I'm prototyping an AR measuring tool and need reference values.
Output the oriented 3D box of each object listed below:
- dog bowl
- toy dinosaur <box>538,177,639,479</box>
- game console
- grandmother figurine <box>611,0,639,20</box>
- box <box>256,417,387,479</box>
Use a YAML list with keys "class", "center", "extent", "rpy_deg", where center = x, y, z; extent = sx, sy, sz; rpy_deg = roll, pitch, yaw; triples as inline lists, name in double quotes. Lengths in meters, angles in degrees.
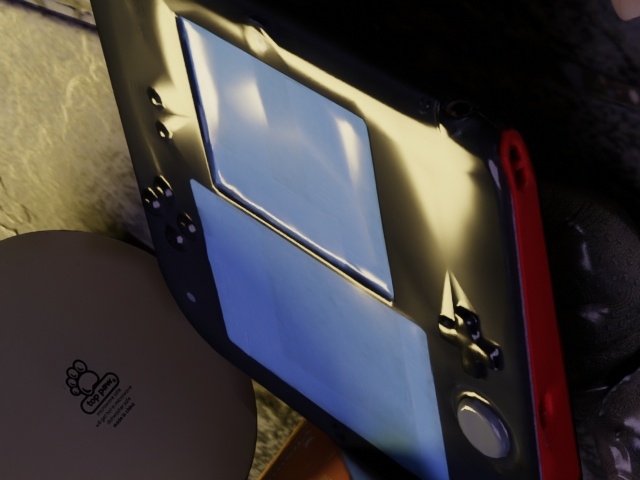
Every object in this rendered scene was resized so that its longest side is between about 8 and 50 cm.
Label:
- class: "dog bowl"
  center: [-0.183, 0.128, 1.383]
  extent: [0.265, 0.265, 0.104]
  rpy_deg: [37, 140, -7]
- class: "toy dinosaur"
  center: [0.148, 0.023, 1.180]
  extent: [0.160, 0.121, 0.313]
  rpy_deg: [-5, 126, 23]
- class: "game console"
  center: [0.000, 0.000, 1.163]
  extent: [0.386, 0.060, 0.342]
  rpy_deg: [32, 150, 40]
- class: "grandmother figurine"
  center: [0.074, -0.261, 0.904]
  extent: [0.342, 0.104, 0.208]
  rpy_deg: [39, 134, -13]
- class: "box"
  center: [0.009, 0.266, 1.310]
  extent: [0.168, 0.215, 0.345]
  rpy_deg: [38, 180, -6]
